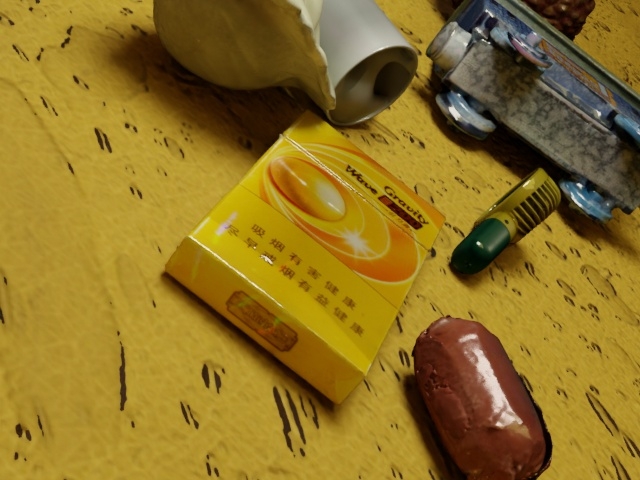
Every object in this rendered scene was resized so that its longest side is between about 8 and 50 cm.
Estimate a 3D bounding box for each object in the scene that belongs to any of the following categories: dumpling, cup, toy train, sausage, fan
[{"bbox_3d":[-0.049,-0.175,0.998,0.166,0.216,0.126,36,56,21],"label":"dumpling"},{"bbox_3d":[0.013,-0.173,1.152,0.099,0.136,0.133,-25,64,-22],"label":"cup"},{"bbox_3d":[0.244,-0.143,1.344,0.299,0.131,0.202,36,22,-10],"label":"toy train"},{"bbox_3d":[0.111,0.114,0.876,0.076,0.076,0.141,13,41,-41],"label":"sausage"},{"bbox_3d":[0.163,-0.011,1.117,0.039,0.082,0.155,50,43,1],"label":"fan"}]

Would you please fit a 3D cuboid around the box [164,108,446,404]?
[{"bbox_3d":[0.000,0.000,0.926,0.152,0.043,0.269,40,29,-1],"label":"box"}]

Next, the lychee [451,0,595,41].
[{"bbox_3d":[0.239,-0.312,1.524,0.188,0.188,0.188,30,31,-20],"label":"lychee"}]
